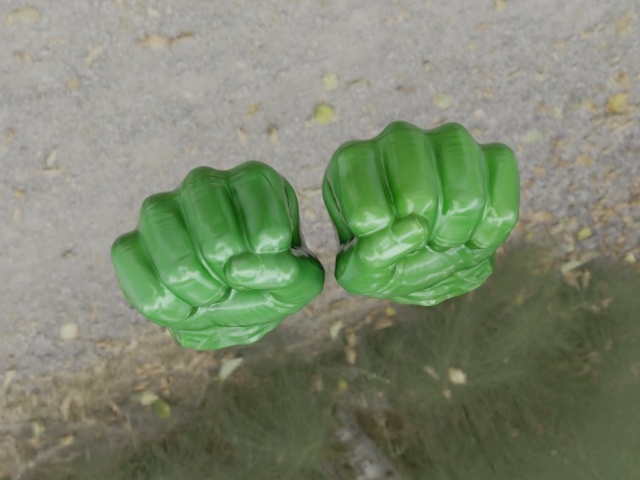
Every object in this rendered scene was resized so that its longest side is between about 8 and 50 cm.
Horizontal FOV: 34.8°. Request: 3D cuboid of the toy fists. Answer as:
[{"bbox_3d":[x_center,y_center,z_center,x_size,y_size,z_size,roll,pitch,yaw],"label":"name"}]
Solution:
[{"bbox_3d":[0.000,0.000,0.689,0.279,0.096,0.142,-12,146,1],"label":"toy fists"}]
